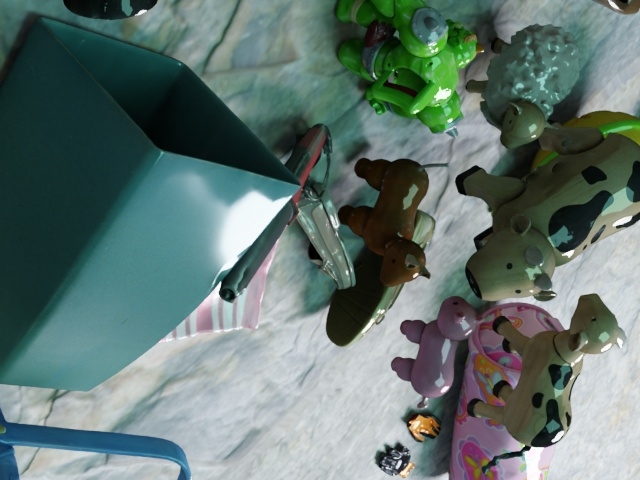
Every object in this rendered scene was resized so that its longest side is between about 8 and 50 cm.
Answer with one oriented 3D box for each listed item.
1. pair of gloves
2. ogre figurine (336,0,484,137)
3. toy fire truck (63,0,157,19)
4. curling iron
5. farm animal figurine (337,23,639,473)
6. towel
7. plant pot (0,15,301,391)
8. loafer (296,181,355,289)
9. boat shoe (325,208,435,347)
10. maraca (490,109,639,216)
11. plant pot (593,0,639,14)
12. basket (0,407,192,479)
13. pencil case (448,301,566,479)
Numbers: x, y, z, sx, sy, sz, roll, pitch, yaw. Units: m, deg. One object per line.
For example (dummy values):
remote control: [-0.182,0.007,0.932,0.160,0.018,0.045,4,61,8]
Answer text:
pair of gloves: [0.099,0.224,2.009,0.083,0.010,0.074,-51,147,4]
ogre figurine: [0.067,-0.157,1.527,0.097,0.118,0.197,-26,139,-32]
toy fire truck: [-0.211,-0.217,1.126,0.217,0.246,0.158,-81,173,-56]
curling iron: [-0.031,-0.021,1.484,0.274,0.035,0.068,-64,158,-61]
farm animal figurine: [0.197,0.015,1.689,0.327,0.172,0.330,-47,122,-13]
towel: [-0.110,0.027,1.568,0.197,0.029,0.144,-10,127,-45]
plant pot: [-0.173,-0.011,1.354,0.165,0.165,0.234,13,119,-53]
loafer: [0.000,0.000,1.667,0.039,0.045,0.125,-25,134,-8]
boat shoe: [0.060,0.038,1.755,0.048,0.056,0.153,24,95,-50]
maraca: [0.260,-0.066,1.860,0.186,0.099,0.127,-33,147,19]
plant pot: [0.227,-0.284,1.555,0.167,0.165,0.167,-31,140,-29]
basket: [-0.266,0.238,1.400,0.289,0.201,0.254,16,112,-21]
pencil case: [0.209,0.203,2.015,0.124,0.124,0.284,-28,139,-31]
